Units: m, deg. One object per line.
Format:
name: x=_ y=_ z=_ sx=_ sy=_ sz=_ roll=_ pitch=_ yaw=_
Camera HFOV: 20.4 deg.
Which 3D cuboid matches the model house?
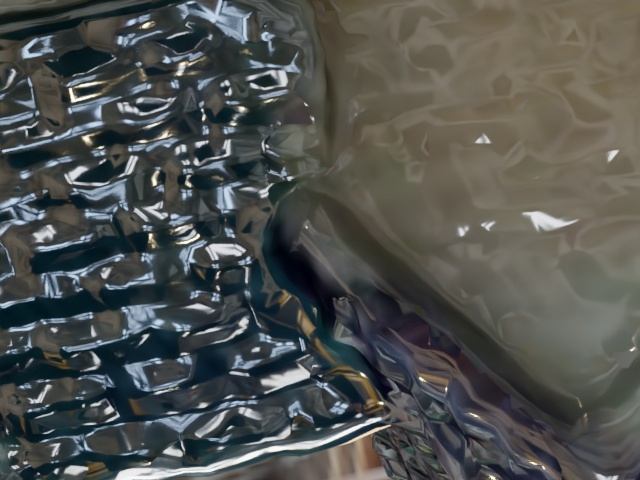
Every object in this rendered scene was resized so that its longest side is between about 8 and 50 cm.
model house: x=0.000 y=-0.001 z=0.494 sx=0.243 sy=0.298 sz=0.284 roll=66 pitch=-164 yaw=-58
